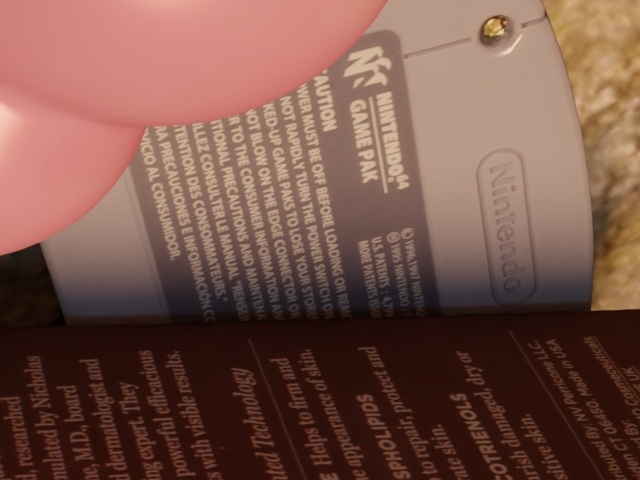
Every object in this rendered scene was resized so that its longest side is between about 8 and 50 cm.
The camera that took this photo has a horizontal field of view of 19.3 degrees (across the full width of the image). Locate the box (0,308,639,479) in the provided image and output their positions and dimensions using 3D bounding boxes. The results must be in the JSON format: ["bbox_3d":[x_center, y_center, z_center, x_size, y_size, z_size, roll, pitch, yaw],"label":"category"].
[{"bbox_3d":[-0.040,0.138,0.658,0.381,0.143,0.191,-1,120,-14],"label":"box"}]

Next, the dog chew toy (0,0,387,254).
[{"bbox_3d":[-0.042,-0.125,0.476,0.207,0.206,0.332,28,115,-33],"label":"dog chew toy"}]

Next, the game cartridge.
[{"bbox_3d":[0.000,0.000,0.695,0.198,0.062,0.297,-18,131,-8],"label":"game cartridge"}]
